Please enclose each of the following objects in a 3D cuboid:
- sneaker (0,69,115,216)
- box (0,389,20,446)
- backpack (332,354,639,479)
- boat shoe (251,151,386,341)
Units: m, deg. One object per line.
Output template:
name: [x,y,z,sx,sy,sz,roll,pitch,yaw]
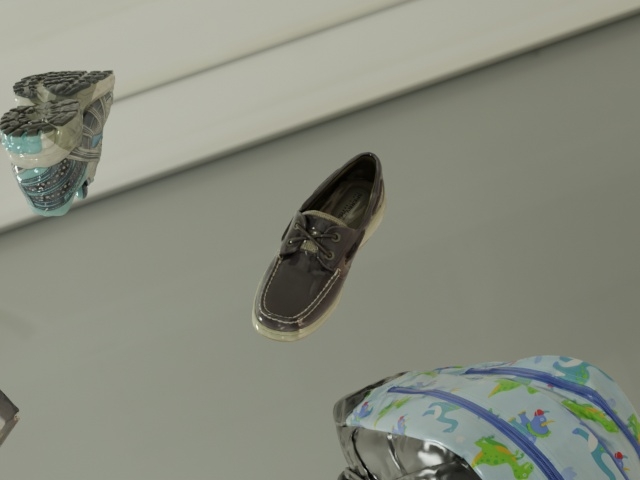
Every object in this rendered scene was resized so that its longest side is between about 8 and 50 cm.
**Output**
sneaker: [-0.295,-0.113,1.777,0.283,0.110,0.122,-76,-18,-67]
box: [-0.346,0.125,0.802,0.097,0.318,0.395,20,157,25]
backpack: [0.179,0.245,1.563,0.290,0.273,0.355,62,175,2]
boat shoe: [0.000,0.000,1.883,0.285,0.102,0.092,-54,-24,-39]
